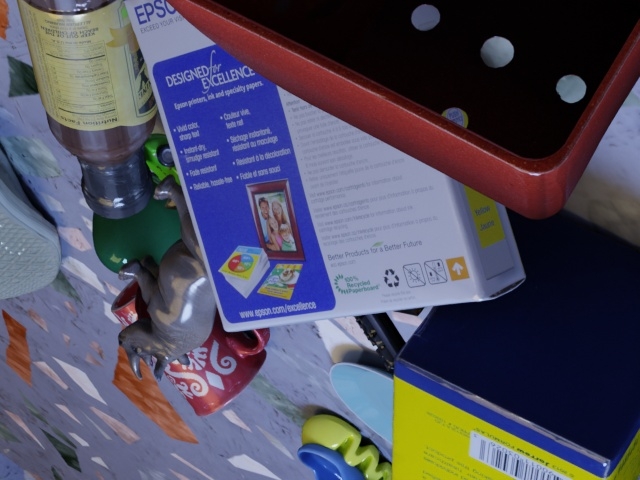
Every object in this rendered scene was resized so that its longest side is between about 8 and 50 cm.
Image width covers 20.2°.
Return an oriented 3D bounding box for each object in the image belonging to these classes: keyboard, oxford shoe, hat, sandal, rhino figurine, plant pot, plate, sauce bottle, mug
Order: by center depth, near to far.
[{"bbox_3d":[0.095,-0.159,1.078,0.267,0.267,0.236,29,168,19],"label":"plant pot"},{"bbox_3d":[0.000,0.000,1.634,0.317,0.033,0.201,58,-178,8],"label":"keyboard"},{"bbox_3d":[-0.207,-0.152,1.656,0.111,0.111,0.344,28,150,20],"label":"sauce bottle"},{"bbox_3d":[-0.146,0.052,1.801,0.106,0.073,0.243,35,123,14],"label":"rhino figurine"},{"bbox_3d":[-0.230,0.029,1.982,0.173,0.183,0.208,39,157,-11],"label":"hat"},{"bbox_3d":[0.093,0.192,2.041,0.188,0.024,0.188,31,157,15],"label":"plate"},{"bbox_3d":[-0.148,0.101,2.149,0.169,0.150,0.113,48,-168,-14],"label":"mug"},{"bbox_3d":[-0.430,-0.042,2.234,0.449,0.169,0.130,71,-178,-66],"label":"oxford shoe"},{"bbox_3d":[0.078,0.362,2.251,0.317,0.138,0.126,37,156,-5],"label":"sandal"}]

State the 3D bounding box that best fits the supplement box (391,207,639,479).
[{"bbox_3d":[0.189,0.165,1.571,0.195,0.194,0.356,25,149,18],"label":"supplement box"}]

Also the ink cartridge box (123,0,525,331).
[{"bbox_3d":[-0.005,-0.088,1.451,0.303,0.072,0.307,-9,98,47],"label":"ink cartridge box"}]

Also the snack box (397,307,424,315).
[{"bbox_3d":[0.068,-0.016,1.572,0.037,0.100,0.141,10,145,48],"label":"snack box"}]

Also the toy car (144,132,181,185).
[{"bbox_3d":[-0.093,-0.039,1.826,0.225,0.053,0.239,42,156,-11],"label":"toy car"}]
